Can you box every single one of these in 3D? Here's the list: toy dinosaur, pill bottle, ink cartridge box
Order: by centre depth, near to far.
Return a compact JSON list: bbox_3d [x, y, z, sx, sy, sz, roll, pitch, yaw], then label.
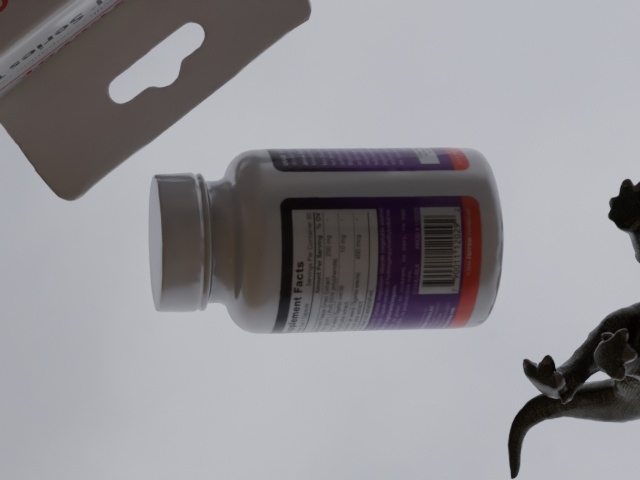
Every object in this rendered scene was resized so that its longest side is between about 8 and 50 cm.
[{"bbox_3d":[-0.182,-0.215,1.012,0.207,0.119,0.353,-39,-89,-1],"label":"ink cartridge box"},{"bbox_3d":[0.000,0.000,1.046,0.193,0.108,0.108,-1,-101,-11],"label":"pill bottle"},{"bbox_3d":[0.226,0.050,1.098,0.121,0.160,0.314,50,-57,45],"label":"toy dinosaur"}]
